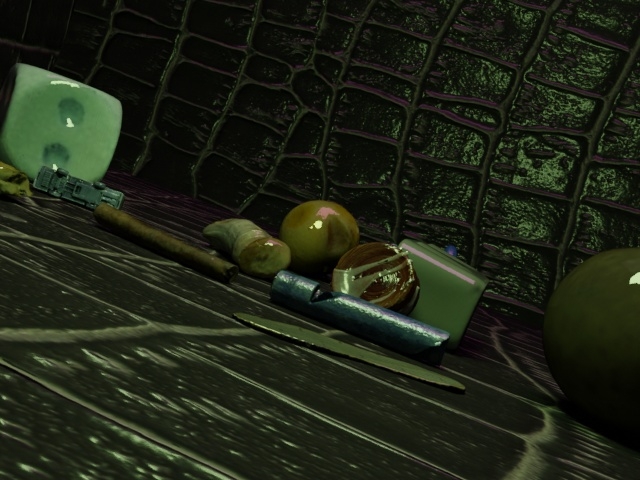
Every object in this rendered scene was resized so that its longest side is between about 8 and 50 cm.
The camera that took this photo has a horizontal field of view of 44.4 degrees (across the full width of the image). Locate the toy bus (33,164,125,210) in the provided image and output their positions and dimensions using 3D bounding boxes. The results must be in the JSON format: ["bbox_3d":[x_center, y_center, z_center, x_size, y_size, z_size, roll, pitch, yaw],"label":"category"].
[{"bbox_3d":[-0.531,-0.110,1.736,0.190,0.064,0.075,19,-3,-1],"label":"toy bus"}]

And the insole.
[{"bbox_3d":[0.043,0.154,1.092,0.348,0.009,0.119,19,2,-10],"label":"insole"}]

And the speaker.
[{"bbox_3d":[0.242,0.113,1.656,0.184,0.183,0.406,26,4,13],"label":"speaker"}]

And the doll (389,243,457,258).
[{"bbox_3d":[0.263,0.085,2.216,0.365,0.187,0.376,10,25,-27],"label":"doll"}]

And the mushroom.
[{"bbox_3d":[-0.162,0.010,1.704,0.122,0.095,0.351,-1,9,-24],"label":"mushroom"}]

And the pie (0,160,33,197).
[{"bbox_3d":[-0.654,-0.141,1.444,0.282,0.068,0.128,16,0,26],"label":"pie"}]

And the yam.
[{"bbox_3d":[-0.286,0.004,1.417,0.327,0.045,0.045,23,37,27],"label":"yam"}]

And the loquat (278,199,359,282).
[{"bbox_3d":[-0.002,-0.002,1.986,0.213,0.213,0.213,20,3,-1],"label":"loquat"}]

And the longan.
[{"bbox_3d":[0.532,0.154,1.251,0.361,0.361,0.361,20,3,-1],"label":"longan"}]

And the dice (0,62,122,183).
[{"bbox_3d":[-0.666,-0.274,1.950,0.264,0.262,0.268,18,1,-33],"label":"dice"}]

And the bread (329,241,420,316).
[{"bbox_3d":[0.100,0.081,1.419,0.160,0.160,0.073,21,-20,30],"label":"bread"}]

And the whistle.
[{"bbox_3d":[0.062,0.125,1.290,0.304,0.062,0.062,20,3,15],"label":"whistle"}]
